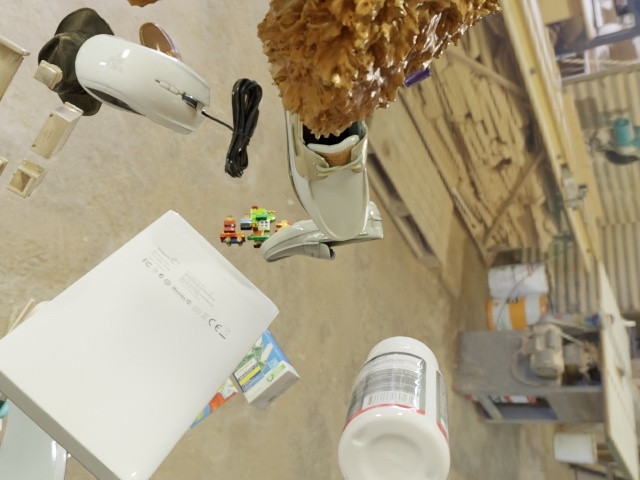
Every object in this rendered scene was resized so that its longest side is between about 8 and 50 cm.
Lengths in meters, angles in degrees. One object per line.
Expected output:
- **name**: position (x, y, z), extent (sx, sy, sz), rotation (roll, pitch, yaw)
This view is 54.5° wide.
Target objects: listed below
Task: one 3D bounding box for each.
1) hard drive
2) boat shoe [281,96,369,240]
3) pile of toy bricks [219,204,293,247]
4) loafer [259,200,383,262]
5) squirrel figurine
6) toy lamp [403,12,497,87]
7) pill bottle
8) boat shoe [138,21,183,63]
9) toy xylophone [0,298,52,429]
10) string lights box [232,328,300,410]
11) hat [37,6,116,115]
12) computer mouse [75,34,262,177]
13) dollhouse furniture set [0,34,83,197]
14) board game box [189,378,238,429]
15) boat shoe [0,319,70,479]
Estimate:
- **hard drive**: position (-0.227, 0.128, 0.833), extent (0.233, 0.047, 0.353), rotation (44, 39, -4)
- **boat shoe**: position (0.008, -0.127, 0.841), extent (0.103, 0.113, 0.302), rotation (-125, -163, -65)
- **pile of toy bricks**: position (-0.172, -0.049, 1.722), extent (0.118, 0.212, 0.105), rotation (94, -5, -58)
- **loafer**: position (0.000, 0.000, 1.531), extent (0.112, 0.319, 0.112), rotation (17, 54, -69)
- **squirrel figurine**: position (0.015, -0.276, 0.509), extent (0.370, 0.280, 0.397), rotation (-58, 135, -40)
- **toy lamp**: position (0.299, -0.479, 1.496), extent (0.080, 0.274, 0.080), rotation (45, 12, -12)
- **pill bottle**: position (0.125, 0.276, 1.002), extent (0.283, 0.161, 0.161), rotation (-56, 132, -72)
- **boat shoe**: position (-0.286, -0.324, 1.160), extent (0.060, 0.064, 0.178), rotation (-135, -157, -79)
- **toy xylophone**: position (-0.692, 0.264, 1.449), extent (0.081, 0.323, 0.236), rotation (38, 5, -31)
- **string lights box**: position (-0.178, 0.300, 1.638), extent (0.260, 0.133, 0.077), rotation (50, 1, 38)
- **hat**: position (-0.764, -0.543, 1.874), extent (0.134, 0.331, 0.332), rotation (-15, 96, -56)
- **computer mouse**: position (-0.146, -0.143, 0.623), extent (0.193, 0.042, 0.106), rotation (20, 84, -29)
- **dollhouse furniture set**: position (-0.759, -0.321, 1.428), extent (0.355, 0.303, 0.174), rotation (30, 9, -18)
- **board game box**: position (-0.348, 0.345, 1.358), extent (0.275, 0.144, 0.142), rotation (-35, 112, -21)
- **boat shoe**: position (-0.512, 0.340, 1.184), extent (0.156, 0.135, 0.367), rotation (49, 20, -59)
